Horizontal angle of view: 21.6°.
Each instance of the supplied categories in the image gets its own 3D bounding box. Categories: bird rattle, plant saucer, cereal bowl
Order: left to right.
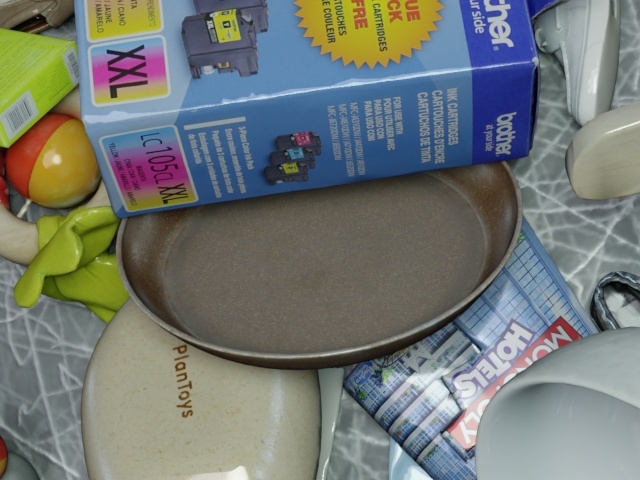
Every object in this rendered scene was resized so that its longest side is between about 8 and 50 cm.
[{"bbox_3d":[-0.241,-0.040,1.403,0.253,0.143,0.207,25,74,26],"label":"bird rattle"},{"bbox_3d":[0.000,0.000,1.287,0.310,0.050,0.311,-5,37,4],"label":"plant saucer"},{"bbox_3d":[0.264,0.191,1.065,0.141,0.339,0.339,-36,75,-25],"label":"cereal bowl"}]

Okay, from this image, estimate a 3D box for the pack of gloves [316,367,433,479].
[{"bbox_3d":[0.029,0.214,1.325,0.195,0.046,0.232,0,81,12],"label":"pack of gloves"}]

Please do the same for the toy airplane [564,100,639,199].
[{"bbox_3d":[0.419,-0.104,1.186,0.386,0.272,0.384,29,110,-12],"label":"toy airplane"}]

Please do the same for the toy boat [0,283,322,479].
[{"bbox_3d":[-0.151,0.153,1.320,0.318,0.148,0.267,-12,50,9],"label":"toy boat"}]

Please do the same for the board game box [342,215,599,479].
[{"bbox_3d":[0.151,0.110,1.301,0.194,0.060,0.194,-44,77,-7],"label":"board game box"}]

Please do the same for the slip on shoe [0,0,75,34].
[{"bbox_3d":[-0.226,-0.201,1.437,0.135,0.051,0.041,-12,73,12],"label":"slip on shoe"}]

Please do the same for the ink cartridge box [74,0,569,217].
[{"bbox_3d":[0.014,-0.192,1.296,0.395,0.151,0.270,-8,65,-1],"label":"ink cartridge box"}]

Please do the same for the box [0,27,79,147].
[{"bbox_3d":[-0.296,-0.135,1.397,0.178,0.042,0.109,13,47,34],"label":"box"}]

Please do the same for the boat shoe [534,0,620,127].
[{"bbox_3d":[0.203,-0.177,1.348,0.063,0.066,0.184,-1,82,21],"label":"boat shoe"}]

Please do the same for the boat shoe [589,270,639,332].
[{"bbox_3d":[0.274,0.098,1.277,0.183,0.083,0.065,44,91,14],"label":"boat shoe"}]
